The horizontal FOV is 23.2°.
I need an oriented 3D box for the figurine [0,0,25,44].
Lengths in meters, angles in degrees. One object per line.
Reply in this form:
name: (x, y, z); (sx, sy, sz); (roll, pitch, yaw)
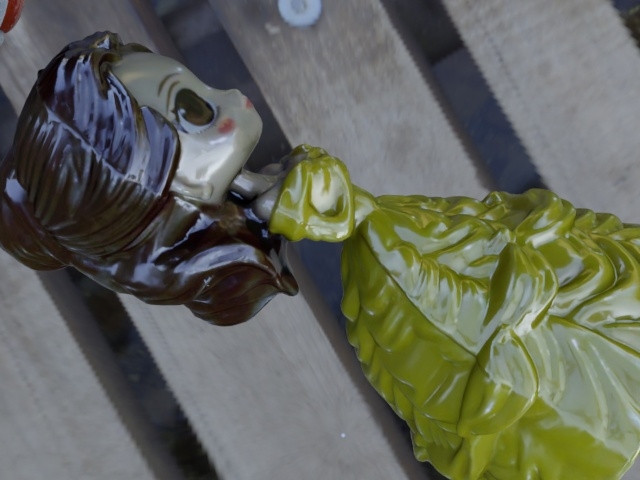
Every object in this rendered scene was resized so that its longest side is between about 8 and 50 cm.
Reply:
figurine: (-0.237, -0.143, 0.728); (0.193, 0.421, 0.154); (-5, 104, 4)

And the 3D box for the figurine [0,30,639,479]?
figurine: (0.002, -0.003, 0.762); (0.315, 0.168, 0.187); (28, 46, -11)
